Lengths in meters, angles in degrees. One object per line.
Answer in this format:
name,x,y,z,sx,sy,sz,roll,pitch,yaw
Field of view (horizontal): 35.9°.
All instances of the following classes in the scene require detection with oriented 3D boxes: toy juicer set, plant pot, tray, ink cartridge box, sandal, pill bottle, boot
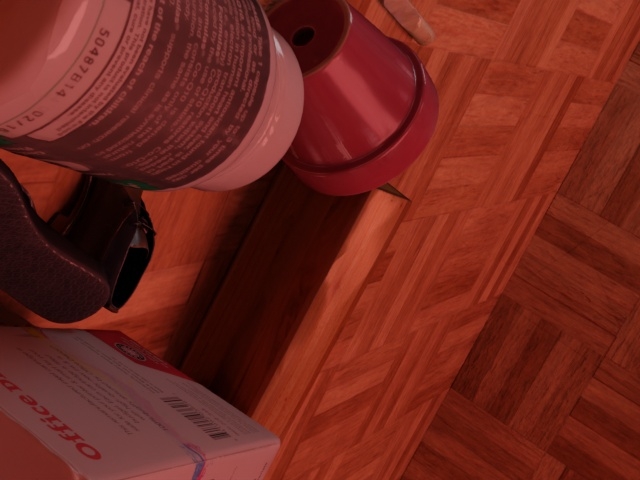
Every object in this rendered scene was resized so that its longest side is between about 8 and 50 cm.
toy juicer set,0.110,-0.197,1.412,0.209,0.089,0.329,-19,136,-56
plant pot,0.012,-0.179,1.128,0.201,0.201,0.180,-54,142,-8
tray,-0.050,0.079,1.293,0.076,0.203,0.411,17,107,-36
ink cartridge box,-0.207,0.178,0.845,0.131,0.226,0.306,-63,156,7
sandal,-0.280,-0.011,0.861,0.097,0.054,0.254,-27,139,4
pill bottle,-0.158,-0.149,0.772,0.204,0.204,0.361,-59,157,6
boot,-0.188,-0.033,0.993,0.219,0.106,0.082,-56,158,-2

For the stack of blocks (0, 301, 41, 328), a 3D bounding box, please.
stack of blocks,-0.333,0.154,0.968,0.171,0.087,0.297,-53,157,-12
